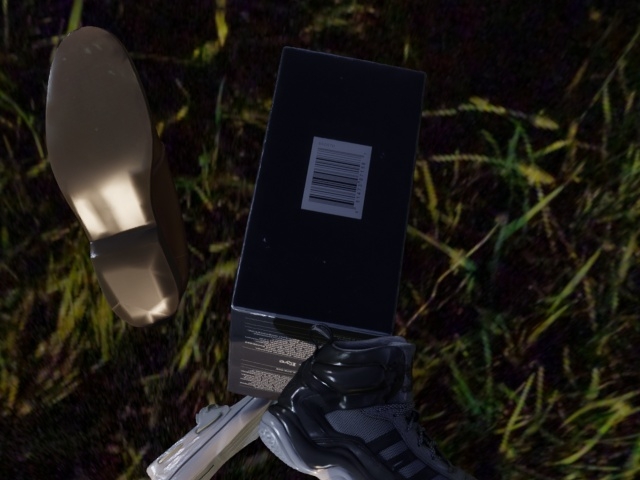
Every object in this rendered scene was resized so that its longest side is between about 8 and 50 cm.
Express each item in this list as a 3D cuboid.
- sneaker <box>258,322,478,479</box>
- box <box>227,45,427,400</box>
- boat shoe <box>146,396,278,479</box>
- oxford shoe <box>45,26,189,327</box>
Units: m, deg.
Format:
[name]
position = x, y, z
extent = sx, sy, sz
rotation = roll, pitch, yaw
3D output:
[sneaker]
position = 0.083, 0.181, 0.956
extent = 0.268, 0.101, 0.153
rotation = 24, 94, 7
[box]
position = 0.000, 0.000, 1.220
extent = 0.178, 0.312, 0.343
rotation = 10, 64, -1
[boat shoe]
position = -0.143, 0.260, 1.359
extent = 0.226, 0.083, 0.076
rotation = -41, 66, -20
[oxford shoe]
position = -0.139, -0.049, 0.701
extent = 0.076, 0.076, 0.212
rotation = -4, 111, 12
